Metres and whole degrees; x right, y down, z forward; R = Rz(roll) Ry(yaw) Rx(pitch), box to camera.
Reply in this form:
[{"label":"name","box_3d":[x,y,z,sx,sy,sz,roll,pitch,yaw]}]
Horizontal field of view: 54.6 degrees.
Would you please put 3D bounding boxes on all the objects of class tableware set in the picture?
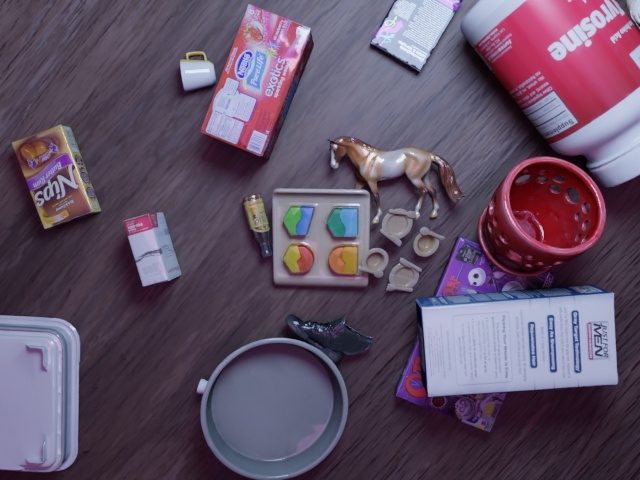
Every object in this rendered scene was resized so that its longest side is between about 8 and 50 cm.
[{"label":"tableware set","box_3d":[0.159,0.023,1.226,0.141,0.020,0.168,24,104,-23]}]

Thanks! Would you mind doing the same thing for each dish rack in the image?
[{"label":"dish rack","box_3d":[-0.653,0.327,1.288,0.286,0.072,0.332,3,95,1]}]

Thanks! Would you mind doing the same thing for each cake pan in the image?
[{"label":"cake pan","box_3d":[-0.092,0.332,1.246,0.293,0.054,0.293,-1,97,-10]}]

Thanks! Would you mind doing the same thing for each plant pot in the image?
[{"label":"plant pot","box_3d":[0.396,-0.036,1.149,0.191,0.174,0.191,2,71,-6]}]

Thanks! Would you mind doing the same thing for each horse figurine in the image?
[{"label":"horse figurine","box_3d":[0.148,-0.124,1.225,0.263,0.066,0.174,-3,100,5]}]

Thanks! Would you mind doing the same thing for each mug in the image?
[{"label":"mug","box_3d":[-0.242,-0.337,1.228,0.064,0.062,0.078,-7,100,-5]}]

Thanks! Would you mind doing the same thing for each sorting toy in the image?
[{"label":"sorting toy","box_3d":[0.000,0.000,1.226,0.193,0.038,0.208,1,108,4]}]

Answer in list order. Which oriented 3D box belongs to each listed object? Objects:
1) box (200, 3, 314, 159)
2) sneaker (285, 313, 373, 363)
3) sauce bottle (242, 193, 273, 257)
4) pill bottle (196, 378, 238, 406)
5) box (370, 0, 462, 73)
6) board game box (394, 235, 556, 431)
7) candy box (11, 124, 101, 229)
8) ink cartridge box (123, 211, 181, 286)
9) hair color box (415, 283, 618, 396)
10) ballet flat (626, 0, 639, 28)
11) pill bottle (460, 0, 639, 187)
[{"label":"box","box_3d":[-0.117,-0.297,1.192,0.128,0.122,0.256,21,95,0]},{"label":"sneaker","box_3d":[0.018,0.184,1.261,0.170,0.051,0.089,40,95,-6]},{"label":"sauce bottle","box_3d":[-0.123,-0.030,1.254,0.042,0.042,0.128,-16,95,3]},{"label":"pill bottle","box_3d":[-0.211,0.313,1.281,0.083,0.043,0.043,17,95,1]},{"label":"box","box_3d":[0.186,-0.427,1.218,0.116,0.029,0.162,31,94,1]},{"label":"board game box","box_3d":[0.309,0.188,1.251,0.208,0.056,0.346,21,95,5]},{"label":"candy box","box_3d":[-0.533,-0.128,1.258,0.109,0.053,0.186,-20,95,3]},{"label":"ink cartridge box","box_3d":[-0.333,0.016,1.236,0.056,0.099,0.135,-16,93,3]},{"label":"hair color box","box_3d":[0.363,0.187,1.173,0.347,0.105,0.173,-4,95,3]},{"label":"ballet flat","box_3d":[0.556,-0.358,1.024,0.057,0.052,0.168,-41,72,46]},{"label":"pill bottle","box_3d":[0.461,-0.305,1.116,0.229,0.229,0.407,-39,92,4]}]
